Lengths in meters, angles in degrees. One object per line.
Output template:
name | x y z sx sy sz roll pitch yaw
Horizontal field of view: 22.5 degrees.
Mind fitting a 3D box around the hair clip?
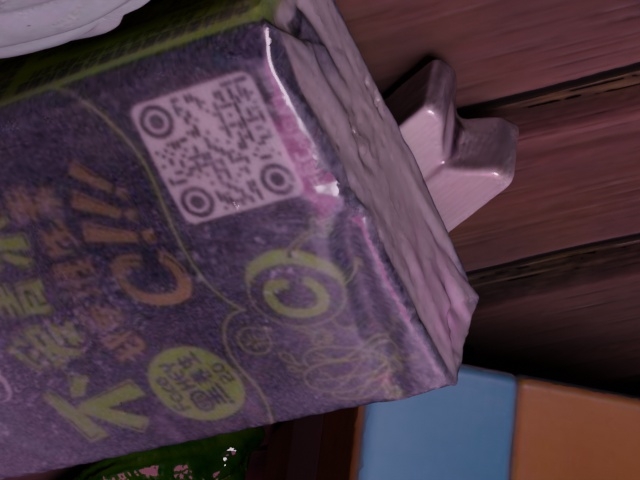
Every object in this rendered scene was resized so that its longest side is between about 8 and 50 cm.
hair clip | 0.001 -0.003 1.168 0.101 0.085 0.331 38 127 -16

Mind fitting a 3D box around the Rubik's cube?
Rubik's cube | 0.132 0.305 1.233 0.347 0.344 0.347 13 162 -12

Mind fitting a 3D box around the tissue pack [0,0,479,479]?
tissue pack | -0.130 0.002 1.080 0.394 0.124 0.288 -16 118 26

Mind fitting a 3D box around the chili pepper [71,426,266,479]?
chili pepper | -0.161 0.224 1.418 0.257 0.074 0.100 -26 130 25

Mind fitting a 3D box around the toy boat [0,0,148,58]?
toy boat | -0.219 -0.178 0.932 0.290 0.100 0.199 -10 121 39
